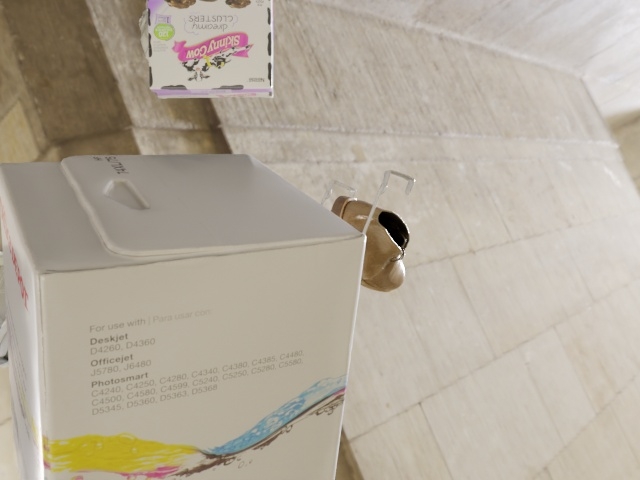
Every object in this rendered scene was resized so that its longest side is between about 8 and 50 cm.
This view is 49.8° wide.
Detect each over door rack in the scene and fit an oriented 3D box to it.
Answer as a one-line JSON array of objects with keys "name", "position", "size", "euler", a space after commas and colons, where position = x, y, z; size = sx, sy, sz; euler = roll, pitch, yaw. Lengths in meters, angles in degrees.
[{"name": "over door rack", "position": [0.000, 0.000, 1.267], "size": [0.324, 0.108, 0.239], "euler": [-58, -158, -15]}]

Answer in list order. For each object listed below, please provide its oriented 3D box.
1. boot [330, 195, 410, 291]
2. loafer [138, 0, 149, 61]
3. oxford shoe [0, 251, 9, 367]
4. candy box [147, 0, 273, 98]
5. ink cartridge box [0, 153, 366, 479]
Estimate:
[{"name": "boot", "position": [0.125, 0.024, 1.345], "size": [0.115, 0.112, 0.305], "euler": [9, 155, 29]}, {"name": "loafer", "position": [-0.300, -0.437, 1.336], "size": [0.112, 0.111, 0.319], "euler": [-19, -177, -24]}, {"name": "oxford shoe", "position": [-0.428, 0.121, 0.990], "size": [0.449, 0.130, 0.169], "euler": [20, 125, -44]}, {"name": "candy box", "position": [-0.147, -0.296, 0.936], "size": [0.165, 0.196, 0.070], "euler": [-1, -179, -3]}, {"name": "ink cartridge box", "position": [-0.112, 0.092, 0.497], "size": [0.197, 0.270, 0.198], "euler": [-6, -155, -28]}]
